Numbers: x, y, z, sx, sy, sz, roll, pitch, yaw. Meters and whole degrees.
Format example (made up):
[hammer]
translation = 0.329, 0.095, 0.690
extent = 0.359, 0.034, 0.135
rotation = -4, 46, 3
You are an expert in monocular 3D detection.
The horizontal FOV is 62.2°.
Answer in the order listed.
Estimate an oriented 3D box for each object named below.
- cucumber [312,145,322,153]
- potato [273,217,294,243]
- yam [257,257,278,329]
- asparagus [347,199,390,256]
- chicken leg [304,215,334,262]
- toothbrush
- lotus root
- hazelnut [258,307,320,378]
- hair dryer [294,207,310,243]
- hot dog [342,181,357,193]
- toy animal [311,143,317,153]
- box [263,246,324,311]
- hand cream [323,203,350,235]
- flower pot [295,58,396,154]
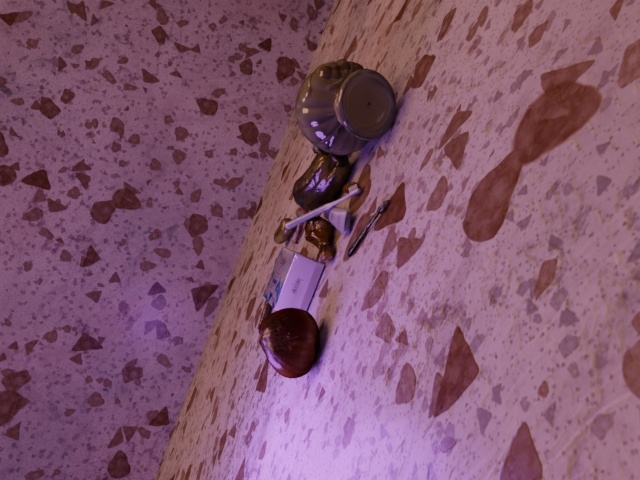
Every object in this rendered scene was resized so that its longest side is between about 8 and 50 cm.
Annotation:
[cucumber]
translation = 0.066, -0.404, 1.870
extent = 0.257, 0.043, 0.044
rotation = -51, -25, -12
[potato]
translation = -0.165, -0.041, 2.438
extent = 0.092, 0.070, 0.138
rotation = -90, 25, -52
[yam]
translation = -0.210, 0.228, 2.275
extent = 0.045, 0.045, 0.327
rotation = -8, 57, 37
[asparagus]
translation = 0.132, -0.034, 1.498
extent = 0.022, 0.023, 0.233
rotation = 51, 132, 20
[chicken leg]
translation = 0.003, 0.000, 1.799
extent = 0.251, 0.087, 0.107
rotation = -108, 33, -58
[toothbrush]
translation = 0.003, -0.108, 1.791
extent = 0.342, 0.025, 0.030
rotation = -27, 69, 36
[lotus root]
translation = 0.005, -0.219, 1.946
extent = 0.275, 0.152, 0.160
rotation = -44, 24, 38
[hazelnut]
translation = -0.089, 0.289, 1.511
extent = 0.178, 0.178, 0.204
rotation = 135, 137, -55
[hair dryer]
translation = -0.080, -0.059, 2.242
extent = 0.106, 0.054, 0.154
rotation = -132, 55, -69
[hot dog]
translation = 0.103, -0.177, 1.784
extent = 0.044, 0.028, 0.137
rotation = -60, 14, 3
[toy animal]
translation = 0.056, -0.484, 2.017
extent = 0.183, 0.247, 0.310
rotation = -22, 61, 47
[box]
translation = -0.101, 0.143, 1.870
extent = 0.203, 0.116, 0.274
rotation = -68, 15, -1
[hand cream]
translation = 0.057, -0.078, 1.759
extent = 0.255, 0.048, 0.079
rotation = -132, 43, -74
[flower pot]
translation = 0.094, -0.432, 1.714
extent = 0.244, 0.307, 0.307
rotation = 14, 82, 58
